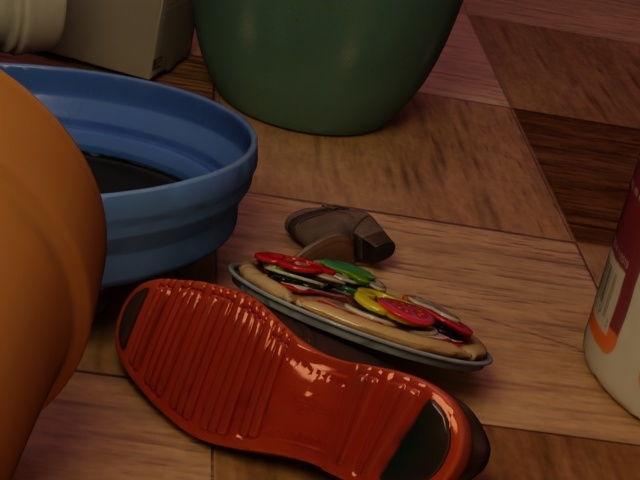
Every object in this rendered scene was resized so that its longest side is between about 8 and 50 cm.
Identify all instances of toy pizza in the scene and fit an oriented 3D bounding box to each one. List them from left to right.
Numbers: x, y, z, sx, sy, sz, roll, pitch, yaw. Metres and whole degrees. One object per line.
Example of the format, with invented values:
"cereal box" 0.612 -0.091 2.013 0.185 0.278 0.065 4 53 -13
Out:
"toy pizza" 0.031 0.044 1.082 0.201 0.032 0.201 19 5 -2

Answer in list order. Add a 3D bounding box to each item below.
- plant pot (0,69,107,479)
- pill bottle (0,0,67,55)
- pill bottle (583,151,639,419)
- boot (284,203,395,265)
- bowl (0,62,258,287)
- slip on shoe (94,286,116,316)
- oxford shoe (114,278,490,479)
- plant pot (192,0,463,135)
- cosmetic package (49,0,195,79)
"plant pot" -0.259 0.059 0.750 0.291 0.291 0.203 8 43 -9
"pill bottle" -0.392 -0.216 1.306 0.318 0.176 0.176 -9 32 -27
"pill bottle" 0.346 -0.056 1.089 0.224 0.392 0.224 10 26 -5
"boot" 0.000 0.000 1.236 0.118 0.042 0.087 -9 26 -39
"bowl" -0.243 -0.055 1.128 0.391 0.077 0.391 4 18 -1
"slip on shoe" -0.166 0.022 1.106 0.051 0.041 0.135 4 19 -2
"oxford shoe" -0.016 0.101 0.986 0.271 0.097 0.098 24 0 27
"plant pot" 0.004 -0.246 1.510 0.293 0.235 0.293 10 26 -5
"cosmetic package" -0.254 -0.252 1.562 0.238 0.107 0.127 13 22 9
